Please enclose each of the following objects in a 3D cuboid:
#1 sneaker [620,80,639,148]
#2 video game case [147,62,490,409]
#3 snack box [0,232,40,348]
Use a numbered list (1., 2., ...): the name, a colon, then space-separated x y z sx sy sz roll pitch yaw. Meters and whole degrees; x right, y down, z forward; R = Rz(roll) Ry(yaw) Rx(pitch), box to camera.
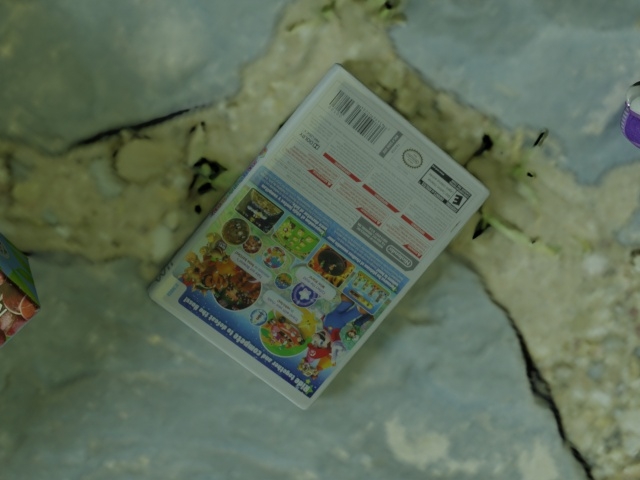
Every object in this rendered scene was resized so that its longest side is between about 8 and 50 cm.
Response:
1. sneaker: 0.188 -0.006 0.733 0.170 0.068 0.071 35 102 -21
2. video game case: 0.000 0.000 0.718 0.087 0.011 0.122 38 95 -21
3. snack box: -0.236 0.007 0.632 0.174 0.070 0.207 -42 110 2
